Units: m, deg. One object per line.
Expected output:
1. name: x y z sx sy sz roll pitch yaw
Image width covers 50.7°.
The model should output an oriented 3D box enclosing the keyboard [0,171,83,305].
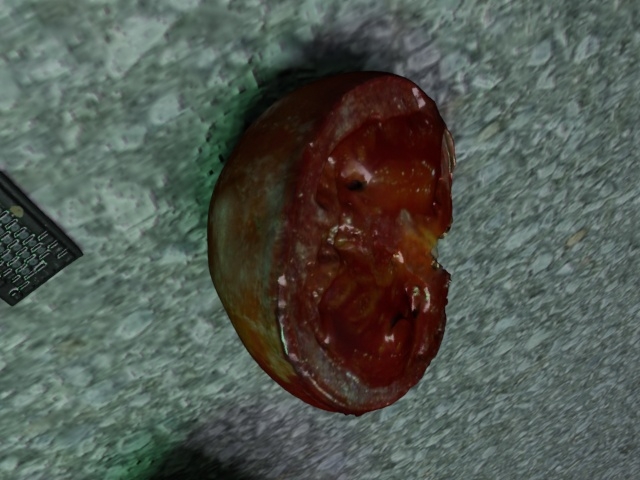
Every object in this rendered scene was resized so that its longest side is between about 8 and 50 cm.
1. keyboard: -0.223 -0.029 0.397 0.063 0.010 0.198 -37 139 -6

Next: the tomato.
1. tomato: 0.000 0.000 0.491 0.200 0.139 0.233 14 82 -50
